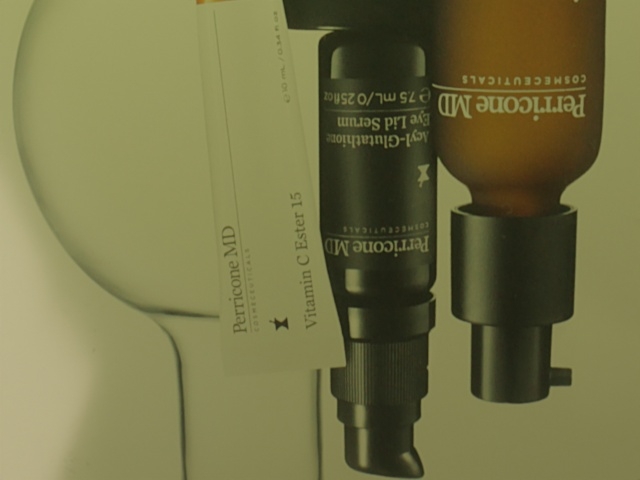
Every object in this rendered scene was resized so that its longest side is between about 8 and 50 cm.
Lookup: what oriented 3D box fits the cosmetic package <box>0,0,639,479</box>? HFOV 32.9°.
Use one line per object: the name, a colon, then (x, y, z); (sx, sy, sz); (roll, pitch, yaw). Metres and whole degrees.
cosmetic package: (0.077, 0.004, 0.374); (0.377, 0.097, 0.284); (0, 101, 4)
